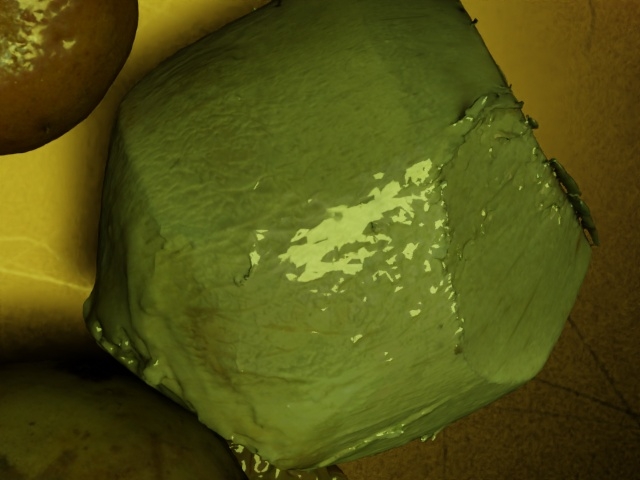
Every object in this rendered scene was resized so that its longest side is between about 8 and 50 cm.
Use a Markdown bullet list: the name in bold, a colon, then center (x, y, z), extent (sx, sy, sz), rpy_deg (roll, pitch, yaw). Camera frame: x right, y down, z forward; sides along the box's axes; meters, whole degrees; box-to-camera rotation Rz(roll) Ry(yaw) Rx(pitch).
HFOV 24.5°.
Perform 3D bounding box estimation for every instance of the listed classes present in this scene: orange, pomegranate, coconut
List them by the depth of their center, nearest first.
- **orange**: center (-0.245, -0.172, 1.076), extent (0.224, 0.170, 0.224), rpy_deg (-2, 106, -6)
- **coconut**: center (0.000, 0.000, 1.089), extent (0.360, 0.346, 0.346), rpy_deg (-29, 106, 5)
- **pomegranate**: center (-0.194, 0.240, 1.100), extent (0.322, 0.322, 0.322), rpy_deg (-3, 100, -14)

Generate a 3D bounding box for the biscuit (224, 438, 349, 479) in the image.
- **biscuit**: center (-0.065, 0.270, 1.268), extent (0.202, 0.044, 0.288), rpy_deg (12, 98, -16)
